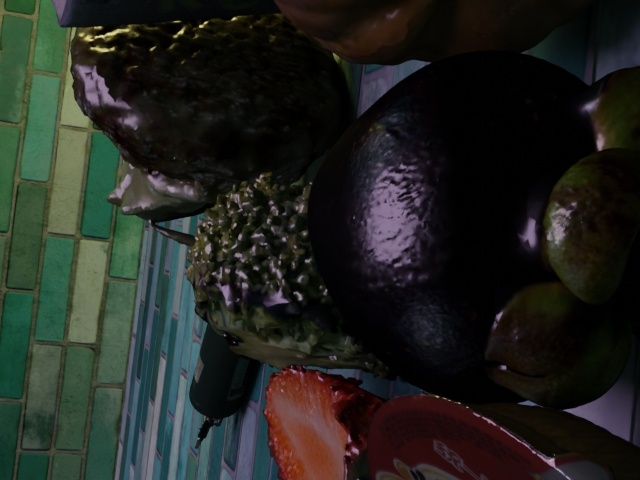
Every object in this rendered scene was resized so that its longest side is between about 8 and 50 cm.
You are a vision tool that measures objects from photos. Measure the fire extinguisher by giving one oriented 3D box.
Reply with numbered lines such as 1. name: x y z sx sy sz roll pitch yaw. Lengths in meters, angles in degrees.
1. fire extinguisher: -0.153 0.208 1.508 0.118 0.093 0.294 -63 -7 -57

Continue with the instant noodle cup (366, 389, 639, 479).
1. instant noodle cup: 0.145 0.178 0.508 0.274 0.091 0.274 43 150 32

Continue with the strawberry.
1. strawberry: 0.031 0.208 0.895 0.286 0.106 0.188 -132 48 -62

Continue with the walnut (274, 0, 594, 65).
1. walnut: 0.064 -0.287 0.674 0.344 0.306 0.306 -107 29 -51

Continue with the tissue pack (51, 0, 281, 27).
1. tissue pack: -0.111 -0.392 1.097 0.124 0.394 0.288 61 147 24

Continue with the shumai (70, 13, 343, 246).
1. shumai: -0.179 -0.151 1.293 0.348 0.395 0.395 117 153 -43

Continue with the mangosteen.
1. mangosteen: 0.116 -0.007 0.580 0.243 0.243 0.242 -173 90 -72

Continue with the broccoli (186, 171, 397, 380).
1. broccoli: -0.013 0.030 0.952 0.273 0.243 0.180 139 151 -72
